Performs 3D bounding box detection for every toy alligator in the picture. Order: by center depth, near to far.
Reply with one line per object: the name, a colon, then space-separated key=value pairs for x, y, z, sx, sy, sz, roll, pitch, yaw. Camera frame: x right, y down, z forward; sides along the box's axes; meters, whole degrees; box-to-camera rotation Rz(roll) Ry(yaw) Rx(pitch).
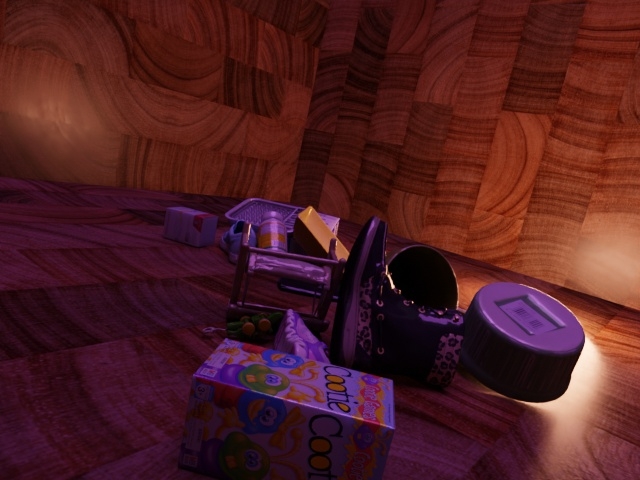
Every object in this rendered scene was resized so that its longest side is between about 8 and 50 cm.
toy alligator: x=-0.177 y=0.210 z=1.111 sx=0.189 sy=0.052 sz=0.056 roll=-12 pitch=14 yaw=-13

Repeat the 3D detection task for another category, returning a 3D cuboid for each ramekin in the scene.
ramekin: x=0.503 y=0.240 z=1.202 sx=0.302 sy=0.148 sz=0.304 roll=7 pitch=32 yaw=-5

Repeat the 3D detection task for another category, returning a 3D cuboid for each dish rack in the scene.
dish rack: x=-0.223 y=-0.090 z=2.087 sx=0.332 sy=0.073 sz=0.285 roll=14 pitch=27 yaw=15

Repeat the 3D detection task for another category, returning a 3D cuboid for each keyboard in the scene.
keyboard: x=0.010 y=0.164 z=1.665 sx=0.316 sy=0.033 sz=0.201 roll=13 pitch=16 yaw=-2

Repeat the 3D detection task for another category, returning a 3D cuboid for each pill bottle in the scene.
pill bottle: x=-0.187 y=-0.007 z=1.840 sx=0.117 sy=0.118 sz=0.209 roll=9 pitch=52 yaw=-19

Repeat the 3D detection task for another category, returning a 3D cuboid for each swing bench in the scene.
swing bench: x=-0.095 y=0.115 z=1.206 sx=0.253 sy=0.255 sz=0.165 roll=10 pitch=19 yaw=-11

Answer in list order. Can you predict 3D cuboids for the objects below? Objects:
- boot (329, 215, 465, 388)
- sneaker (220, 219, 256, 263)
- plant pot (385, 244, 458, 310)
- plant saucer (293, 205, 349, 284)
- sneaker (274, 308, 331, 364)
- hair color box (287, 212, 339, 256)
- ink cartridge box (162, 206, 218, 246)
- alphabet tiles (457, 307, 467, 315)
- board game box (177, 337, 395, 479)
boot: x=0.190 y=0.149 z=1.124 sx=0.283 sy=0.378 sz=0.138 roll=16 pitch=-25 yaw=-6
sneaker: x=-0.318 y=-0.014 z=1.915 sx=0.135 sy=0.150 sz=0.366 roll=9 pitch=10 yaw=-23
plant pot: x=0.197 y=0.156 z=1.388 sx=0.274 sy=0.275 sz=0.293 roll=7 pitch=-6 yaw=-28
plant saucer: x=0.011 y=0.029 z=1.889 sx=0.333 sy=0.081 sz=0.333 roll=51 pitch=12 yaw=-3
sneaker: x=-0.038 y=0.236 z=1.050 sx=0.104 sy=0.095 sz=0.236 roll=16 pitch=13 yaw=-17
hair color box: x=-0.043 y=-0.023 z=2.205 sx=0.185 sy=0.110 sz=0.339 roll=14 pitch=27 yaw=11
ink cartridge box: x=-0.536 y=-0.059 z=1.957 sx=0.176 sy=0.128 sz=0.127 roll=16 pitch=10 yaw=16
alphabet tiles: x=0.453 y=0.236 z=1.549 sx=0.284 sy=0.021 sz=0.278 roll=20 pitch=-9 yaw=43
board game box: x=-0.042 y=0.264 z=0.694 sx=0.274 sy=0.145 sz=0.142 roll=12 pitch=10 yaw=5
